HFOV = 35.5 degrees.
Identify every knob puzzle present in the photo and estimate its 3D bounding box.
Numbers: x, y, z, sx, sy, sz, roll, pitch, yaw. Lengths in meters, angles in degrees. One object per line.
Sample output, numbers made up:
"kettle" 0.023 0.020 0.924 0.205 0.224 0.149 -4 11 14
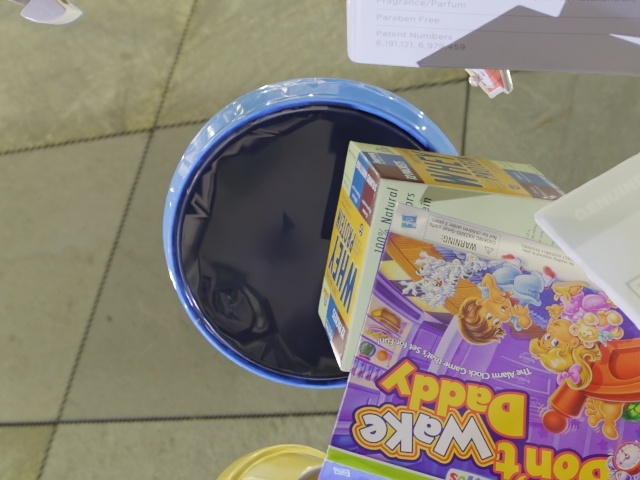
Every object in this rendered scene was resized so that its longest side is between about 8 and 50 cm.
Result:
"knob puzzle" 0.221 -0.294 1.532 0.030 0.213 0.213 -41 47 -3

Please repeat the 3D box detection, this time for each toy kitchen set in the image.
"toy kitchen set" -0.330 -0.369 1.169 0.166 0.207 0.122 -47 5 9

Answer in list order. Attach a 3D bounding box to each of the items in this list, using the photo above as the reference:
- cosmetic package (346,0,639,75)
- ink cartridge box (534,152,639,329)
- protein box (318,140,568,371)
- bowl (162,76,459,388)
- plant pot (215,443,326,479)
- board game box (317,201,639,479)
"cosmetic package" 0.199 -0.425 1.030 0.327 0.393 0.329 4 47 6
"ink cartridge box" 0.348 0.068 0.535 0.308 0.091 0.385 -28 56 -13
"protein box" 0.120 0.022 1.007 0.201 0.199 0.136 6 19 -13
"bowl" 0.000 0.000 1.213 0.391 0.391 0.077 -23 16 8
"plant pot" -0.027 0.424 1.478 0.254 0.254 0.239 -61 10 -25
"board game box" 0.195 0.128 0.782 0.347 0.078 0.233 16 58 3
